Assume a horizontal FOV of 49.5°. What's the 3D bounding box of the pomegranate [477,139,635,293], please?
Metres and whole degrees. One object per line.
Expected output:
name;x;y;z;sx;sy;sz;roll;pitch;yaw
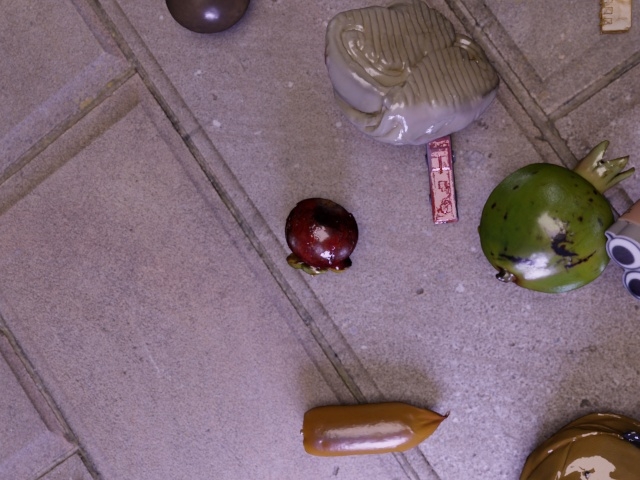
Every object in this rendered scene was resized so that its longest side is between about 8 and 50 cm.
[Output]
pomegranate;0.465;-0.046;1.356;0.260;0.260;0.340;43;96;8

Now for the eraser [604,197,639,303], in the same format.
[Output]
eraser;0.667;-0.026;1.303;0.290;0.087;0.171;-36;101;-24

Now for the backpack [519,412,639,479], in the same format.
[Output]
backpack;0.549;0.530;1.371;0.354;0.201;0.378;18;98;7

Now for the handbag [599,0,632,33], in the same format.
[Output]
handbag;0.601;-0.466;1.416;0.061;0.027;0.083;2;93;12

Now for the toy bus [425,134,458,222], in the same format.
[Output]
toy bus;0.259;-0.132;1.474;0.065;0.077;0.192;-5;91;10

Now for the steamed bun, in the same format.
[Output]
steamed bun;0.163;-0.308;1.395;0.324;0.219;0.309;-31;72;-31

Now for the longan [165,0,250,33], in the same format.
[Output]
longan;-0.249;-0.542;1.533;0.187;0.167;0.167;-7;90;-9

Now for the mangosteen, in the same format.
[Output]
mangosteen;0.000;0.000;1.499;0.166;0.166;0.180;15;121;11

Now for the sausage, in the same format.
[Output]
sausage;0.119;0.407;1.510;0.328;0.112;0.112;-7;90;10
